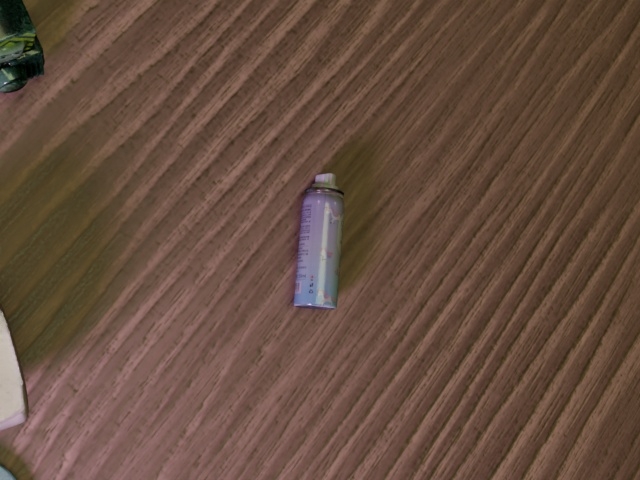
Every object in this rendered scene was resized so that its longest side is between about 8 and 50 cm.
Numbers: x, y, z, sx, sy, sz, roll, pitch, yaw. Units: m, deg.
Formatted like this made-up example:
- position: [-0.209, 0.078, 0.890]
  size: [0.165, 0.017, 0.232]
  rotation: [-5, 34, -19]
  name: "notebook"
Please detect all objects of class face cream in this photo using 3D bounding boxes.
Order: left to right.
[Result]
- position: [0.000, 0.000, 1.435]
  size: [0.075, 0.075, 0.229]
  rotation: [8, 82, -23]
  name: "face cream"

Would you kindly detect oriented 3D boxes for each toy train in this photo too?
- position: [-0.504, -0.374, 1.202]
  size: [0.138, 0.178, 0.330]
  rotation: [-26, 93, -24]
  name: "toy train"

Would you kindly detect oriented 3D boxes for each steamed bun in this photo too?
- position: [-0.494, 0.151, 1.153]
  size: [0.146, 0.164, 0.241]
  rotation: [-18, 90, -26]
  name: "steamed bun"

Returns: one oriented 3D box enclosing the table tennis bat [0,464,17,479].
- position: [-0.519, 0.351, 1.193]
  size: [0.149, 0.038, 0.237]
  rotation: [-38, 104, -21]
  name: "table tennis bat"
